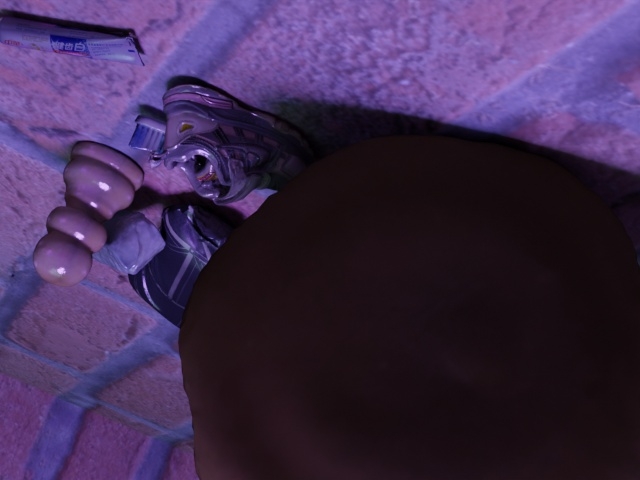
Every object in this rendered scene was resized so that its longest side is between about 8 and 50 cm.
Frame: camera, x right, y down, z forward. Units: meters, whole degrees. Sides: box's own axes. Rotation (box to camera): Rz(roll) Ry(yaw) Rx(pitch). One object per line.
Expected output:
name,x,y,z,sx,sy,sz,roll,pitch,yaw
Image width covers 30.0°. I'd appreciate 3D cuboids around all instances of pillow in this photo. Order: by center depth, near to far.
pillow,-0.165,0.042,1.587,0.161,0.093,0.335,30,156,-9

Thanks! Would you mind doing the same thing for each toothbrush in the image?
toothbrush,-0.009,-0.052,1.321,0.417,0.040,0.042,19,178,-8

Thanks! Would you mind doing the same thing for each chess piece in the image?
chess piece,-0.283,-0.024,1.433,0.094,0.171,0.094,16,156,7

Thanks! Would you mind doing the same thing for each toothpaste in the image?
toothpaste,-0.257,-0.200,1.191,0.169,0.028,0.045,12,150,16

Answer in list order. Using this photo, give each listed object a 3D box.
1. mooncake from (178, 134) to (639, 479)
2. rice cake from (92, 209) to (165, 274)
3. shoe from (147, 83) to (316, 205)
mooncake,0.098,0.143,1.131,0.466,0.467,0.262,14,158,16
rice cake,-0.264,-0.005,1.536,0.063,0.069,0.206,53,164,-25
shoe,-0.091,-0.085,1.230,0.180,0.092,0.089,28,156,-18
